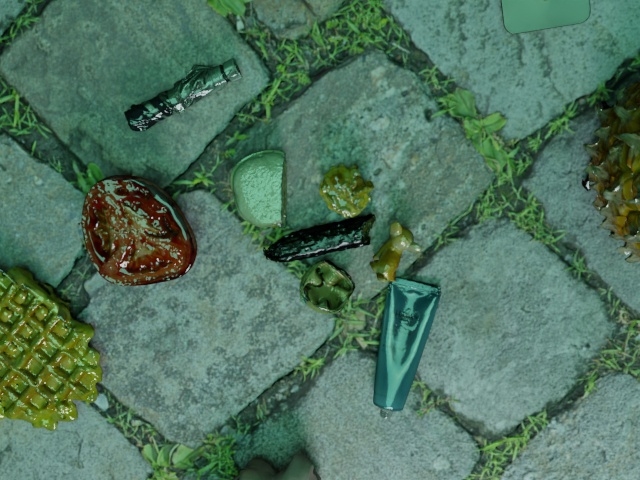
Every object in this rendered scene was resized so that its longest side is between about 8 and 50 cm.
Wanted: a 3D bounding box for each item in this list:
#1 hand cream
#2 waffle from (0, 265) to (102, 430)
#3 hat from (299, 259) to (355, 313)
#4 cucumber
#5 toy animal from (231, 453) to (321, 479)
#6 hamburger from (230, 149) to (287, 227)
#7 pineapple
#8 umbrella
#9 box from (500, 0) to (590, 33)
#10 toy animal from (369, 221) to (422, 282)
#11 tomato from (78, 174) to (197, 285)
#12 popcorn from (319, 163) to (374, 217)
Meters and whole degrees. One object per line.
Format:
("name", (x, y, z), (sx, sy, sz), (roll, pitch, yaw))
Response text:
("hand cream", (0.128, 0.173, 1.513), (0.083, 0.048, 0.224), (12, 98, 3))
("waffle", (-0.480, 0.172, 1.537), (0.262, 0.060, 0.281), (-2, 103, 0))
("hat", (0.004, 0.074, 1.487), (0.077, 0.059, 0.076), (37, 68, -15))
("cucumber", (0.000, 0.000, 1.476), (0.181, 0.053, 0.053), (-13, 101, 6))
("toy animal", (-0.109, 0.404, 1.541), (0.212, 0.124, 0.124), (-6, 102, 11))
("hamburger", (-0.094, -0.079, 1.464), (0.084, 0.054, 0.121), (5, 100, 6))
("pineapple", (0.544, -0.092, 1.307), (0.352, 0.300, 0.353), (-1, 106, -2))
("umbrella", (-0.207, -0.219, 1.439), (0.188, 0.046, 0.050), (-25, 139, 8))
("box", (0.322, -0.350, 1.391), (0.126, 0.031, 0.091), (-10, 101, 5))
("toy animal", (0.113, 0.017, 1.463), (0.060, 0.081, 0.083), (36, 122, -2))
("tomato", (-0.272, -0.024, 1.468), (0.166, 0.082, 0.174), (-11, 106, 10))
("popcorn", (0.040, -0.076, 1.453), (0.083, 0.057, 0.082), (-9, 103, 2))
